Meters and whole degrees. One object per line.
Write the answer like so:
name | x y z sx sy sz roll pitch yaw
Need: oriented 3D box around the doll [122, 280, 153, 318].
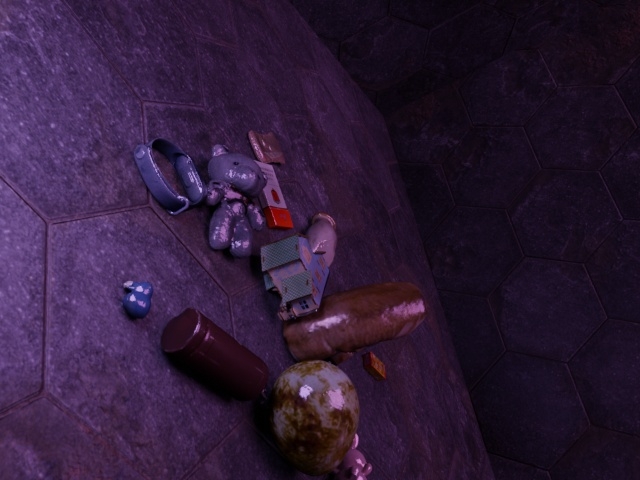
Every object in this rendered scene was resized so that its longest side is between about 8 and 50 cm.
doll | -0.386 0.123 1.255 0.076 0.050 0.083 45 31 -34

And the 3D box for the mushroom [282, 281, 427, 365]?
mushroom | 0.113 0.229 1.849 0.313 0.397 0.224 22 46 -57

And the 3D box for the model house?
model house | -0.091 0.087 1.805 0.206 0.178 0.271 64 23 -22

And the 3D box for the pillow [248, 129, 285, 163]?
pillow | -0.197 -0.343 2.209 0.211 0.034 0.135 -17 86 -67

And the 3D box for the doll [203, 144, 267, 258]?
doll | -0.231 -0.117 1.719 0.246 0.158 0.340 32 41 -37

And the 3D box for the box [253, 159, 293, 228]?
box | -0.173 -0.155 2.066 0.139 0.035 0.245 7 61 -66

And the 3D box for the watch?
watch | -0.383 -0.164 1.540 0.193 0.068 0.206 1 63 -63

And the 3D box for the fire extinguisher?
fire extinguisher | -0.219 0.283 1.395 0.337 0.114 0.135 49 14 -38

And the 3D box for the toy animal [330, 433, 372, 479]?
toy animal | 0.091 0.657 1.745 0.124 0.124 0.212 58 16 -20

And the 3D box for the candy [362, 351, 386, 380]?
candy | 0.207 0.485 2.290 0.122 0.038 0.062 48 27 -39

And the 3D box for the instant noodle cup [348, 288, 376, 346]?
instant noodle cup | 0.171 0.269 2.217 0.217 0.217 0.207 67 15 3

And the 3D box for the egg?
egg | -0.019 0.453 1.529 0.238 0.238 0.289 6 86 -66

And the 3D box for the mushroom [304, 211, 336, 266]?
mushroom | 0.000 0.000 2.202 0.128 0.128 0.350 58 18 -20
